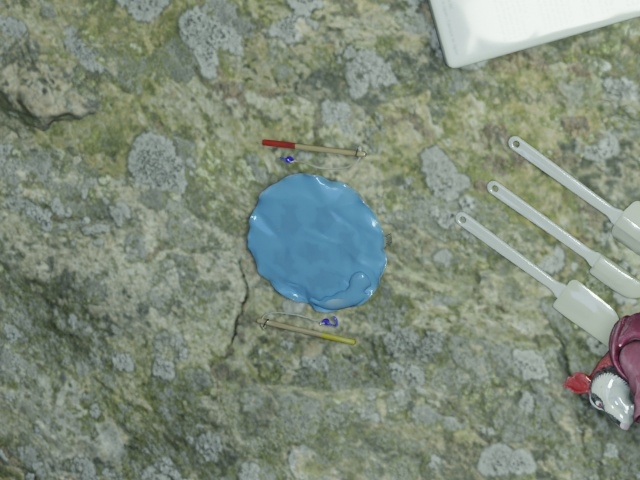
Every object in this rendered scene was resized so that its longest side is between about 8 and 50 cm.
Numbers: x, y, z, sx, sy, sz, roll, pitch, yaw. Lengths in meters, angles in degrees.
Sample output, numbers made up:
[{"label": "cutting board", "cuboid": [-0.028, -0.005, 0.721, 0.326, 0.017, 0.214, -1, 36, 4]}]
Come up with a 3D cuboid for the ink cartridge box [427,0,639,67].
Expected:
[{"label": "ink cartridge box", "cuboid": [0.286, -0.389, 1.873, 0.385, 0.091, 0.308, -15, 96, 7]}]

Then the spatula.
[{"label": "spatula", "cuboid": [0.290, -0.008, 1.978, 0.242, 0.019, 0.168, 38, 118, 11]}]

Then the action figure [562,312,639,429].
[{"label": "action figure", "cuboid": [0.425, 0.108, 1.814, 0.370, 0.248, 0.275, -15, 100, 29]}]

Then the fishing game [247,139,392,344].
[{"label": "fishing game", "cuboid": [0.000, 0.000, 2.084, 0.189, 0.041, 0.264, 7, 113, 21]}]
